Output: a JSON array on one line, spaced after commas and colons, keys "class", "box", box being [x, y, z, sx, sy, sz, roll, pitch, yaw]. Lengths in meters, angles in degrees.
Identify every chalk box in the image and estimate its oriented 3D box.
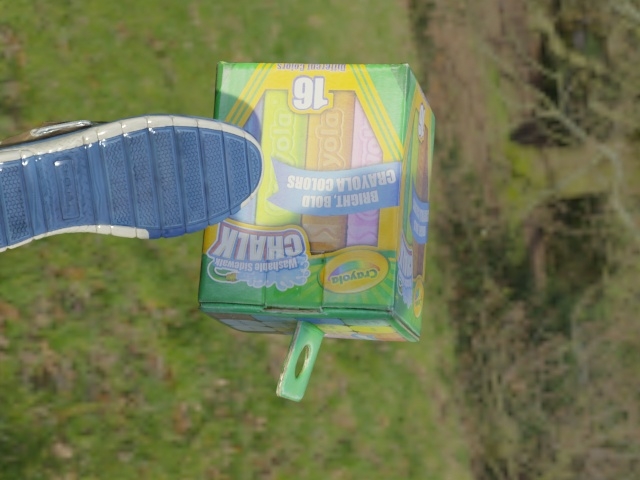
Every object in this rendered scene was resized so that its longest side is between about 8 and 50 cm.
[{"class": "chalk box", "box": [0.000, 0.000, 1.014, 0.132, 0.132, 0.213, 43, 50, -76]}]

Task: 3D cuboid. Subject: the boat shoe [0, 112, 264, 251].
[{"class": "boat shoe", "box": [-0.122, -0.038, 0.797, 0.066, 0.183, 0.066, -136, -137, -63]}]
